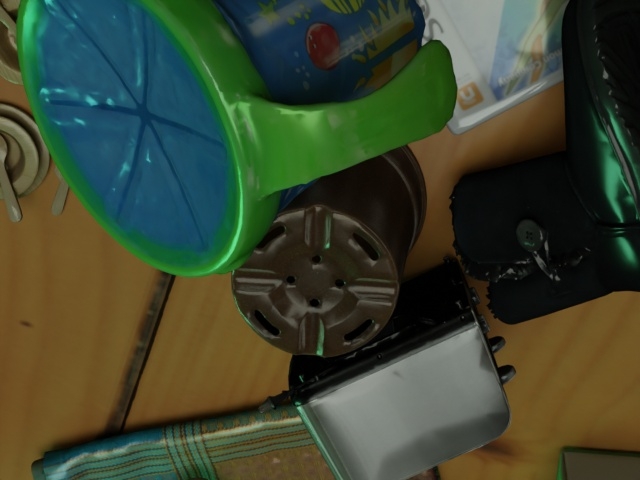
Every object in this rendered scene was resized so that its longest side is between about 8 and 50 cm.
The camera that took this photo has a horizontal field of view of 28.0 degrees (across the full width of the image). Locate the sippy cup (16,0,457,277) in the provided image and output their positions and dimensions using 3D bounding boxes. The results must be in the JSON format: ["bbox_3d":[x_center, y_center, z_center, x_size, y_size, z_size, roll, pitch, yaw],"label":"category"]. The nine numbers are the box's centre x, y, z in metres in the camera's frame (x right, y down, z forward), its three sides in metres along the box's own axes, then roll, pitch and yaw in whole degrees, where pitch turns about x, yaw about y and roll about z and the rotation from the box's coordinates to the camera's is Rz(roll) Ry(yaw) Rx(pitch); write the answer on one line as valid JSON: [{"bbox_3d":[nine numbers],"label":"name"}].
[{"bbox_3d":[-0.054,-0.125,0.905,0.305,0.224,0.240,45,144,16],"label":"sippy cup"}]

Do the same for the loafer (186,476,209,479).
[{"bbox_3d":[-0.086,0.283,1.170,0.056,0.050,0.148,-34,108,16],"label":"loafer"}]

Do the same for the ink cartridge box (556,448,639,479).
[{"bbox_3d":[0.309,0.348,1.171,0.211,0.121,0.289,4,115,2],"label":"ink cartridge box"}]

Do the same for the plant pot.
[{"bbox_3d":[0.000,0.000,1.014,0.167,0.165,0.167,2,115,4],"label":"plant pot"}]

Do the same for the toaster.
[{"bbox_3d":[0.059,0.110,1.042,0.186,0.168,0.110,-25,101,7],"label":"toaster"}]

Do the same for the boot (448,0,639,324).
[{"bbox_3d":[0.177,-0.059,0.978,0.207,0.094,0.246,-12,100,47],"label":"boot"}]

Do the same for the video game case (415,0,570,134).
[{"bbox_3d":[0.172,-0.276,0.945,0.329,0.036,0.300,-27,110,15],"label":"video game case"}]

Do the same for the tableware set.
[{"bbox_3d":[-0.255,-0.115,1.049,0.128,0.039,0.194,19,115,-4],"label":"tableware set"}]

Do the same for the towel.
[{"bbox_3d":[-0.062,0.281,1.216,0.370,0.040,0.271,-12,114,9],"label":"towel"}]
